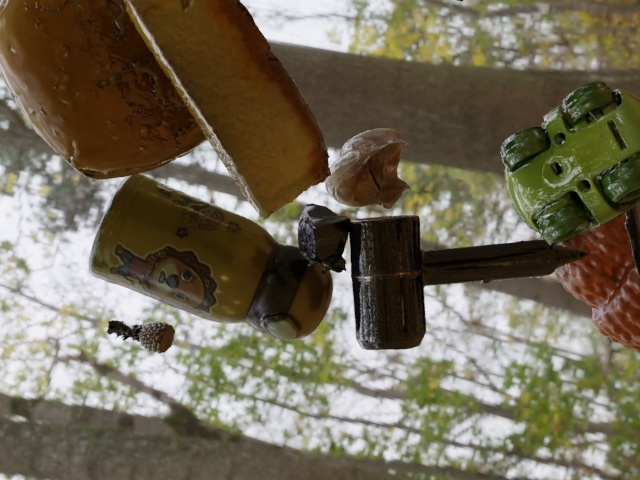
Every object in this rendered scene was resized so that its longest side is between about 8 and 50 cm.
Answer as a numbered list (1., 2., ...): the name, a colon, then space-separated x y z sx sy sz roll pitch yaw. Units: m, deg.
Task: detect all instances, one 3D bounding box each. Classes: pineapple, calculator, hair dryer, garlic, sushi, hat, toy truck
1. pineapple: -0.312 0.155 1.752 0.058 0.124 0.058 -44 -39 -50
2. calculator: 0.515 0.021 1.551 0.268 0.040 0.177 26 -127 -47
3. hair dryer: 0.217 0.053 1.453 0.107 0.352 0.189 -166 72 -81
4. garlic: 0.076 -0.118 1.637 0.174 0.124 0.099 -43 -36 -43
5. sushi: 0.000 0.000 1.436 0.056 0.083 0.084 -15 -62 -25
6. hat: 0.526 0.030 1.869 0.285 0.400 0.285 -158 90 -81
7. toy truck: 0.336 -0.095 1.210 0.210 0.148 0.187 -10 -21 -37

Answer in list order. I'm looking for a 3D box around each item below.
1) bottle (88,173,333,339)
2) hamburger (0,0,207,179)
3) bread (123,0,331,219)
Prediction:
1. bottle: -0.150 0.036 1.514 0.171 0.351 0.171 21 -90 -89
2. hamburger: -0.254 -0.234 1.299 0.284 0.174 0.304 -34 -75 -7
3. bread: -0.096 -0.167 1.117 0.274 0.114 0.185 59 177 -11
